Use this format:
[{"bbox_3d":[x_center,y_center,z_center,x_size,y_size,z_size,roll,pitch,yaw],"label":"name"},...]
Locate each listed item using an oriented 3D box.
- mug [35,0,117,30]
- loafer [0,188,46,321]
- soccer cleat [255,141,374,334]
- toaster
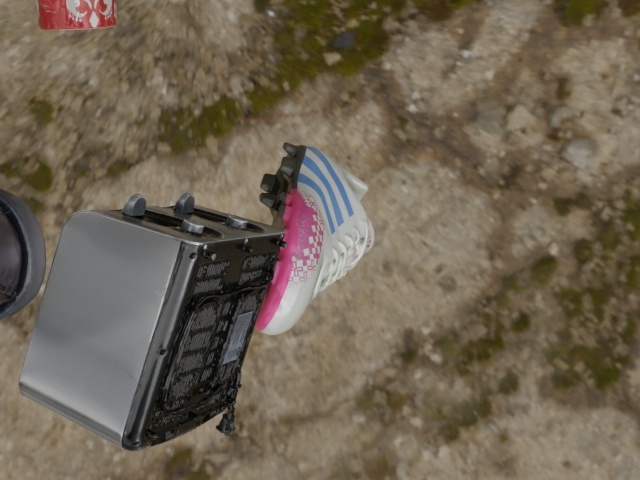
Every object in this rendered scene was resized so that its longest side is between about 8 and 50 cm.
[{"bbox_3d":[-0.303,-0.328,1.386,0.150,0.113,0.169,-13,108,-32],"label":"mug"},{"bbox_3d":[-0.303,0.035,0.653,0.303,0.095,0.109,-16,91,12],"label":"loafer"},{"bbox_3d":[0.000,0.000,1.385,0.143,0.331,0.116,25,123,-13],"label":"soccer cleat"},{"bbox_3d":[-0.118,0.061,0.889,0.110,0.168,0.185,21,101,19],"label":"toaster"}]
